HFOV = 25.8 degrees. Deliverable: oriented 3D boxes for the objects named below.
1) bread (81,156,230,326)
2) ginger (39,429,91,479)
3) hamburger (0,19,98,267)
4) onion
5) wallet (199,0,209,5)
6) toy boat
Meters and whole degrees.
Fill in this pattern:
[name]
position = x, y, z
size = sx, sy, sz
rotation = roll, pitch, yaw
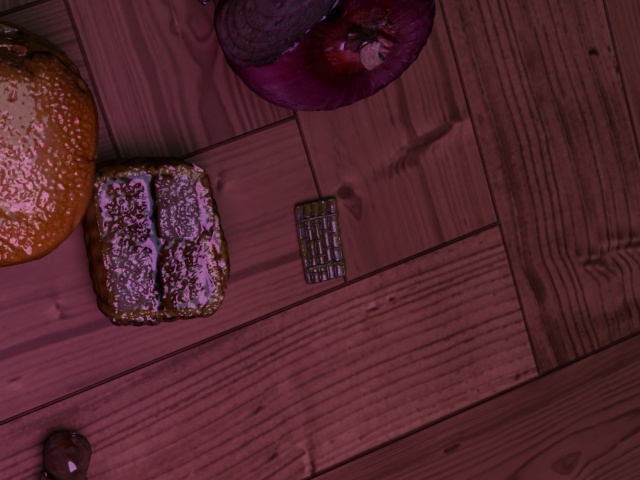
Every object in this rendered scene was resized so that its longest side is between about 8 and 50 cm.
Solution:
[bread]
position = -0.216, -0.002, 1.819
size = 0.181, 0.096, 0.222
rotation = -11, 101, -18
[ginger]
position = -0.341, 0.351, 1.844
size = 0.104, 0.080, 0.204
rotation = 12, 97, -16
[hamburger]
position = -0.417, -0.122, 1.684
size = 0.289, 0.170, 0.314
rotation = 5, 97, -24
[onion]
position = 0.015, -0.276, 1.786
size = 0.230, 0.256, 0.272
rotation = 27, 51, -49
[wallet]
position = -0.200, -0.416, 1.787
size = 0.232, 0.031, 0.122
rotation = 40, 80, -24
[toy boat]
position = 0.000, 0.000, 1.941
size = 0.063, 0.016, 0.115
rotation = -13, 103, -18
